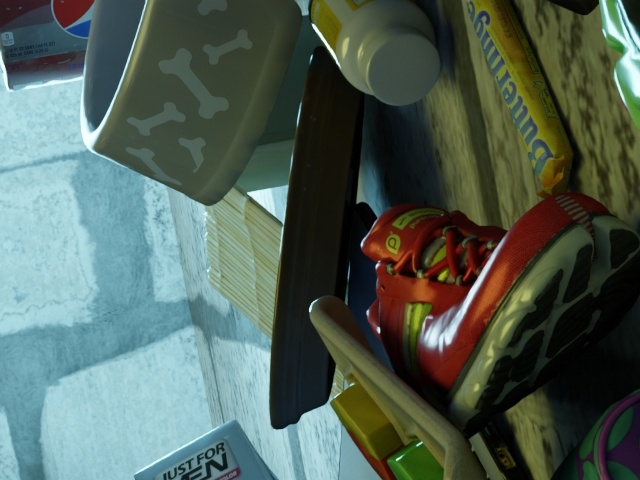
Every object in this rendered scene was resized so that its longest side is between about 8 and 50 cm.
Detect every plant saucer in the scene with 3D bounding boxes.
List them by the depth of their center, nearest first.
[{"bbox_3d":[0.000,0.000,1.124,0.278,0.041,0.277,7,-90,-86],"label":"plant saucer"}]

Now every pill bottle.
[{"bbox_3d":[0.036,-0.130,0.990,0.116,0.065,0.065,-117,19,-57],"label":"pill bottle"}]

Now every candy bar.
[{"bbox_3d":[0.101,-0.090,0.818,0.040,0.018,0.161,95,162,-56],"label":"candy bar"}]

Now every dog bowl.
[{"bbox_3d":[-0.095,-0.206,1.167,0.349,0.102,0.348,-168,90,-74],"label":"dog bowl"}]

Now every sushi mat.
[{"bbox_3d":[-0.024,0.051,1.350,0.316,0.019,0.151,39,147,45],"label":"sushi mat"}]

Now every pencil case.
[{"bbox_3d":[0.138,0.118,0.704,0.151,0.065,0.070,101,172,-65],"label":"pencil case"}]

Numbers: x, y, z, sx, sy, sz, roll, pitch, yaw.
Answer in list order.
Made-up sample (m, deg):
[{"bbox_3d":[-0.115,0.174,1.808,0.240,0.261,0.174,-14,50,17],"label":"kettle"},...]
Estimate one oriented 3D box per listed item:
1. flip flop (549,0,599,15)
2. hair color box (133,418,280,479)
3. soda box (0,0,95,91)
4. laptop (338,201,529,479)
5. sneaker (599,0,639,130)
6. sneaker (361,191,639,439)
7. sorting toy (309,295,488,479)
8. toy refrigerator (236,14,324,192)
[{"bbox_3d":[0.067,-0.169,0.728,0.277,0.112,0.080,-125,52,-70],"label":"flip flop"},{"bbox_3d":[-0.025,0.365,1.395,0.374,0.114,0.185,61,178,33],"label":"hair color box"},{"bbox_3d":[-0.173,-0.214,1.461,0.083,0.263,0.092,120,139,-74],"label":"soda box"},{"bbox_3d":[-0.001,0.264,1.094,0.382,0.236,0.408,93,157,-49],"label":"laptop"},{"bbox_3d":[0.148,-0.042,0.178,0.483,0.185,0.202,-122,19,-59],"label":"sneaker"},{"bbox_3d":[0.069,0.029,0.776,0.118,0.107,0.279,52,163,9],"label":"sneaker"},{"bbox_3d":[0.063,0.140,0.788,0.193,0.038,0.208,60,175,-25],"label":"sorting toy"},{"bbox_3d":[-0.050,-0.112,1.384,0.269,0.094,0.102,144,115,-79],"label":"toy refrigerator"}]
